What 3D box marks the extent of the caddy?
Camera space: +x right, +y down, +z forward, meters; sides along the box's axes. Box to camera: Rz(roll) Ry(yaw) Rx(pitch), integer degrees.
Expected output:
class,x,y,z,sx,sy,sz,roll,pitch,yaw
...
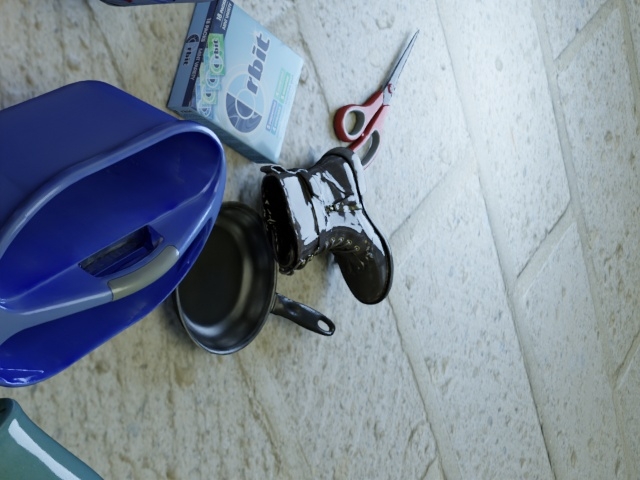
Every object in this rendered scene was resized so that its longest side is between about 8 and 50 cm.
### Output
class,x,y,z,sx,sy,sz,roll,pitch,yaw
caddy,-0.229,-0.005,0.991,0.341,0.179,0.241,-35,148,-46

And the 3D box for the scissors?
class,x,y,z,sx,sy,sz,roll,pitch,yaw
scissors,0.103,-0.221,1.623,0.297,0.021,0.109,-52,129,-39

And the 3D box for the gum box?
class,x,y,z,sx,sy,sz,roll,pitch,yaw
gum box,-0.105,-0.205,1.321,0.184,0.041,0.157,30,70,-51

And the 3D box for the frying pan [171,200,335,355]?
class,x,y,z,sx,sy,sz,roll,pitch,yaw
frying pan,-0.087,0.045,1.360,0.326,0.053,0.197,-4,96,-55

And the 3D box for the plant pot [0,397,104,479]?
class,x,y,z,sx,sy,sz,roll,pitch,yaw
plant pot,-0.297,0.296,0.944,0.272,0.272,0.255,-41,110,-44

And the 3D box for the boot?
class,x,y,z,sx,sy,sz,roll,pitch,yaw
boot,0.000,0.000,1.419,0.229,0.091,0.263,-36,111,-58

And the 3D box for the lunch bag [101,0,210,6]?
class,x,y,z,sx,sy,sz,roll,pitch,yaw
lunch bag,-0.164,-0.398,1.055,0.115,0.243,0.303,13,84,-54
